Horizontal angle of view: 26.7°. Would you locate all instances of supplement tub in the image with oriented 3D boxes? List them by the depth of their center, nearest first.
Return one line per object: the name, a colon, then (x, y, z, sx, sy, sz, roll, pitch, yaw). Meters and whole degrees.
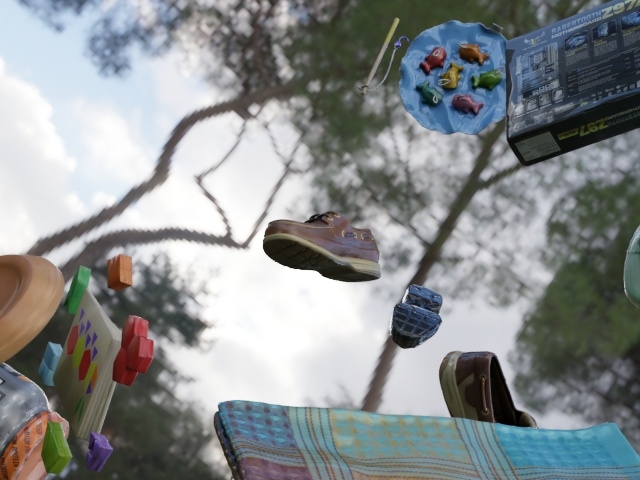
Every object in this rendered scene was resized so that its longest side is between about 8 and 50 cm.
supplement tub: (-0.551, 0.255, 2.043, 0.316, 0.194, 0.194, 32, -25, 12)

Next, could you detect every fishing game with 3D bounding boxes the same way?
fishing game: (0.204, -0.242, 1.966, 0.264, 0.189, 0.041, 25, -15, 15)

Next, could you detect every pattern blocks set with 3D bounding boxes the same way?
pattern blocks set: (-0.282, 0.154, 1.655, 0.026, 0.285, 0.325, 16, 21, -26)

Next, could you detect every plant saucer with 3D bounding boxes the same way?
plant saucer: (-0.395, 0.081, 1.574, 0.200, 0.200, 0.037, 11, -41, 44)

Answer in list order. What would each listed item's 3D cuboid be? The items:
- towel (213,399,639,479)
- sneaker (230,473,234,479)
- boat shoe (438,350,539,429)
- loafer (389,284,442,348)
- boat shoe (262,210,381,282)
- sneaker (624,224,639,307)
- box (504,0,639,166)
towel: (0.119, 0.197, 1.026, 0.370, 0.040, 0.271, 6, 16, -17)
sneaker: (-0.140, 0.404, 2.056, 0.094, 0.153, 0.235, 89, -18, -53)
boat shoe: (0.325, 0.348, 2.399, 0.123, 0.123, 0.342, -12, -76, 36)
loafer: (0.115, 0.108, 1.663, 0.062, 0.061, 0.170, 22, 17, 9)
boat shoe: (0.001, 0.000, 1.378, 0.064, 0.060, 0.178, -8, -16, 34)
sneaker: (0.508, -0.015, 1.988, 0.094, 0.256, 0.151, 27, 11, 19)
box: (0.334, -0.202, 1.610, 0.232, 0.183, 0.059, -19, -47, 25)
